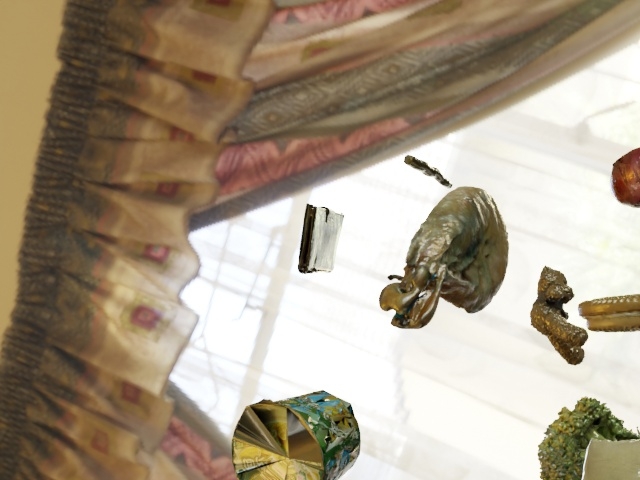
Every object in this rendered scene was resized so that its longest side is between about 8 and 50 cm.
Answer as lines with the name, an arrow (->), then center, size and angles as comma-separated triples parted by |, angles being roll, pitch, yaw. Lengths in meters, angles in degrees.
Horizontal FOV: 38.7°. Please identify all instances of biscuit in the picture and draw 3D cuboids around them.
biscuit -> 0.682, 0.153, 1.949 | 0.259, 0.259, 0.079 | 10, -107, -72

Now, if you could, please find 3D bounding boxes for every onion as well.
onion -> 0.505, -0.071, 1.330 | 0.150, 0.150, 0.140 | 35, -138, -72

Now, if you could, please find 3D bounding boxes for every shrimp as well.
shrimp -> 0.229, 0.044, 1.600 | 0.446, 0.110, 0.221 | -33, -73, -52

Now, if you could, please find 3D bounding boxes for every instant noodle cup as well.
instant noodle cup -> -0.038, 0.410, 1.828 | 0.178, 0.240, 0.240 | -11, -59, -55

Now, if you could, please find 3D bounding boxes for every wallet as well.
wallet -> -0.001, 0.000, 2.250 | 0.317, 0.044, 0.169 | 7, -88, -77

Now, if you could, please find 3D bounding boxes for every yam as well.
yam -> 0.214, -0.136, 1.795 | 0.234, 0.029, 0.027 | 19, -105, -62

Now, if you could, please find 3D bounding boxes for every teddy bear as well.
teddy bear -> 0.597, 0.186, 2.327 | 0.182, 0.129, 0.251 | 84, -179, -55

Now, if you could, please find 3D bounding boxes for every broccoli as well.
broccoli -> 0.650, 0.502, 2.168 | 0.375, 0.249, 0.302 | 3, -45, -49

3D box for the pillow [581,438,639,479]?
pillow -> 0.504, 0.399, 1.523 | 0.077, 0.134, 0.181 | 63, -142, -26
